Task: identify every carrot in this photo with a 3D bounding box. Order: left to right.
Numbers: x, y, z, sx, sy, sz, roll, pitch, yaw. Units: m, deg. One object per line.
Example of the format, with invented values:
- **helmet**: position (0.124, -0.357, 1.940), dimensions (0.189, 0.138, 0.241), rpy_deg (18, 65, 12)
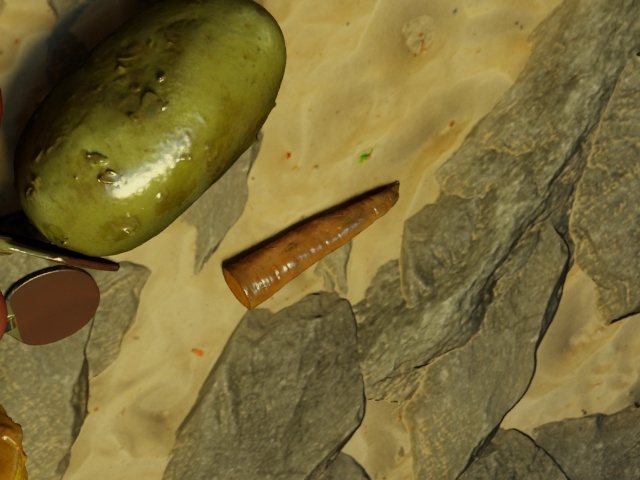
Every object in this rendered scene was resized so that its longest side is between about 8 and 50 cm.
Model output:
- **carrot**: position (0.000, 0.000, 1.747), dimensions (0.224, 0.057, 0.057), rpy_deg (-30, 132, -9)

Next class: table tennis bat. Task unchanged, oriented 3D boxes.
- **table tennis bat**: position (-0.288, 0.005, 1.489), dimensions (0.274, 0.154, 0.021), rpy_deg (13, 91, -74)
- **table tennis bat**: position (-0.309, 0.078, 1.668), dimensions (0.158, 0.014, 0.095), rpy_deg (-22, 133, -14)

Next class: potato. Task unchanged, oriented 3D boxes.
- **potato**: position (-0.163, -0.111, 1.484), dimensions (0.173, 0.210, 0.307), rpy_deg (44, 91, 0)

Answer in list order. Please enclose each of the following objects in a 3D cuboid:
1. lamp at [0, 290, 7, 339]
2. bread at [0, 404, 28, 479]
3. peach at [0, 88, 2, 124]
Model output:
- **lamp**: position (-0.396, 0.063, 1.537), dimensions (0.182, 0.140, 0.182), rpy_deg (-2, 125, -3)
- **bread**: position (-0.423, 0.241, 1.588), dimensions (0.268, 0.268, 0.145), rpy_deg (-23, 143, -10)
- **peach**: position (-0.380, -0.092, 1.400), dimensions (0.197, 0.197, 0.197), rpy_deg (-14, 129, -18)
